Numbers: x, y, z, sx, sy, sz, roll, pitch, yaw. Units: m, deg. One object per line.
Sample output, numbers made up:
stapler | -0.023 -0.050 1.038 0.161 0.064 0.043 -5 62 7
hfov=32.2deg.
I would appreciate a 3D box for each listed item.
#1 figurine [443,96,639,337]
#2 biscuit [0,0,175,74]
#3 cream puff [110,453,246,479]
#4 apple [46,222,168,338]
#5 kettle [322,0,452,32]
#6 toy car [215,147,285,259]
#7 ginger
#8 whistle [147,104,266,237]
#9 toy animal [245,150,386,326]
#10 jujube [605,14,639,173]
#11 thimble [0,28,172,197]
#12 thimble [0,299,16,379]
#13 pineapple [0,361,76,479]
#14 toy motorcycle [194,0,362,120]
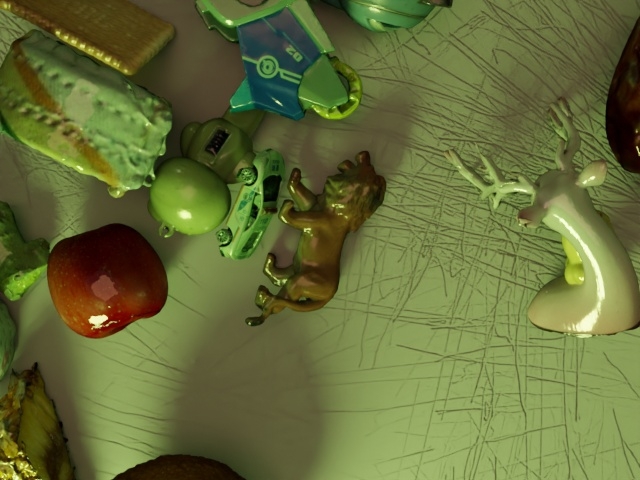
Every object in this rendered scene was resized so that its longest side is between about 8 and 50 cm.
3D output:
figurine | 0.339 -0.037 1.665 0.206 0.284 0.316 -18 114 -5
biscuit | -0.368 -0.352 1.755 0.249 0.160 0.030 28 132 3
cream puff | -0.232 0.467 1.697 0.303 0.212 0.303 -1 92 -27
apple | -0.332 0.062 1.730 0.181 0.181 0.168 -18 88 4
kettle | 0.094 -0.496 1.687 0.319 0.247 0.342 24 107 31
toy car | -0.101 -0.053 1.715 0.058 0.093 0.186 29 105 24
ginger | -0.568 -0.013 1.797 0.290 0.089 0.137 23 110 9
whistle | -0.168 -0.121 1.758 0.141 0.141 0.294 34 63 4
toy animal | 0.000 0.000 1.747 0.157 0.097 0.312 16 93 -2
jujube | 0.582 -0.250 1.616 0.276 0.276 0.377 25 96 4
thimble | -0.361 -0.192 1.684 0.288 0.254 0.167 30 93 23
thimble | -0.601 0.157 1.766 0.211 0.149 0.185 26 94 3
pineapple | -0.486 0.378 1.752 0.161 0.158 0.334 -18 90 5
toy motorcycle | -0.087 -0.307 1.699 0.200 0.191 0.326 -30 91 -1
